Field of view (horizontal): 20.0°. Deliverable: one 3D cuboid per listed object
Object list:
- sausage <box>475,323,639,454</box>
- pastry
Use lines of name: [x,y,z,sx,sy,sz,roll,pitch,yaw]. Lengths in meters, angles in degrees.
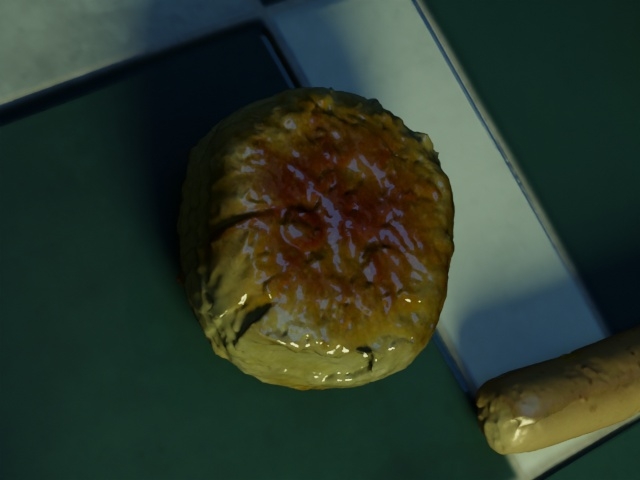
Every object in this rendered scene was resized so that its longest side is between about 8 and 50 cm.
sausage: [0.231,0.084,1.280,0.301,0.066,0.065,-20,80,-31]
pastry: [0.000,0.000,1.172,0.182,0.093,0.192,8,68,-22]
